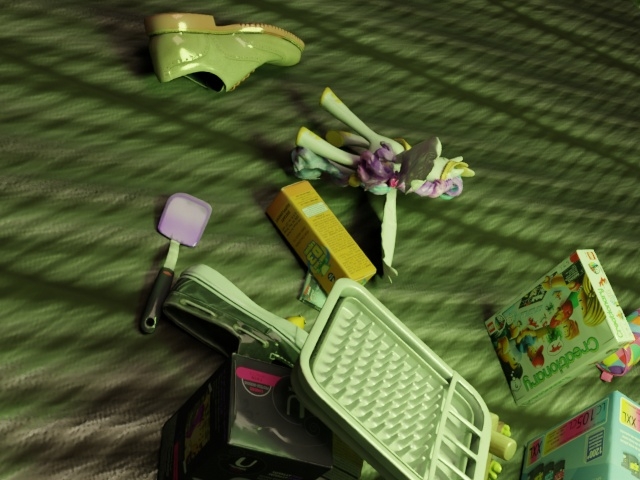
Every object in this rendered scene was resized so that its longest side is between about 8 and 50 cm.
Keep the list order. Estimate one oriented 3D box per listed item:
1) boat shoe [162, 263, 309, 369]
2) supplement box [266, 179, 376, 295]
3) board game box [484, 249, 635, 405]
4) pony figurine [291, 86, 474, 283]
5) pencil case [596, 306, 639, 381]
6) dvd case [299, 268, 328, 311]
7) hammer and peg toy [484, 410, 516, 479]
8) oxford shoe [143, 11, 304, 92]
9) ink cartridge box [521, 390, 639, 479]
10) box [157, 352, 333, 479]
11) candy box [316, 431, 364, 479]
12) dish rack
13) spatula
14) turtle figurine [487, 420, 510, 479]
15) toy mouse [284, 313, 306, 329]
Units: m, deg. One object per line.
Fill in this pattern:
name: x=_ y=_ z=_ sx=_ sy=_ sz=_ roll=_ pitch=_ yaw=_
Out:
boat shoe: x=-0.122 y=0.180 z=1.567 sx=0.335 sy=0.121 sz=0.119 roll=34 pitch=53 yaw=5
supplement box: x=0.000 y=0.000 z=1.778 sx=0.080 sy=0.078 sz=0.233 roll=-24 pitch=69 yaw=-46
board game box: x=0.459 y=0.177 z=1.819 sx=0.053 sy=0.305 sz=0.193 roll=-1 pitch=59 yaw=-31
pony figurine: x=0.126 y=-0.139 z=1.877 sx=0.363 sy=0.303 sz=0.351 roll=24 pitch=38 yaw=2
pencil case: x=0.702 y=0.228 z=2.100 sx=0.236 sy=0.104 sz=0.104 roll=-24 pitch=74 yaw=-40
dvd case: x=0.021 y=0.107 z=1.774 sx=0.119 sy=0.013 sz=0.087 roll=30 pitch=46 yaw=-15
hammer and peg toy: x=0.152 y=0.436 z=1.457 sx=0.127 sy=0.266 sz=0.361 roll=22 pitch=25 yaw=39
oxford shoe: x=-0.193 y=-0.377 z=1.926 sx=0.397 sy=0.140 sz=0.147 roll=-5 pitch=93 yaw=-42
ink cartridge box: x=0.469 y=0.500 z=1.614 sx=0.151 sy=0.270 sz=0.395 roll=30 pitch=46 yaw=-11
box: x=-0.116 y=0.299 z=1.357 sx=0.165 sy=0.270 sz=0.143 roll=19 pitch=50 yaw=-24
candy box: x=-0.015 y=0.375 z=1.434 sx=0.087 sy=0.183 sz=0.316 roll=29 pitch=47 yaw=-13
dish rack: x=0.099 y=0.232 z=1.332 sx=0.333 sy=0.072 sz=0.285 roll=44 pitch=30 yaw=-8
spatula: x=-0.263 y=0.037 z=1.616 sx=0.084 sy=0.030 sz=0.296 roll=26 pitch=48 yaw=-16
turtle figurine: x=0.230 y=0.369 z=1.677 sx=0.217 sy=0.087 sz=0.270 roll=21 pitch=71 yaw=-25
toy mouse: x=-0.009 y=0.191 z=1.678 sx=0.161 sy=0.031 sz=0.143 roll=-26 pitch=76 yaw=-43
